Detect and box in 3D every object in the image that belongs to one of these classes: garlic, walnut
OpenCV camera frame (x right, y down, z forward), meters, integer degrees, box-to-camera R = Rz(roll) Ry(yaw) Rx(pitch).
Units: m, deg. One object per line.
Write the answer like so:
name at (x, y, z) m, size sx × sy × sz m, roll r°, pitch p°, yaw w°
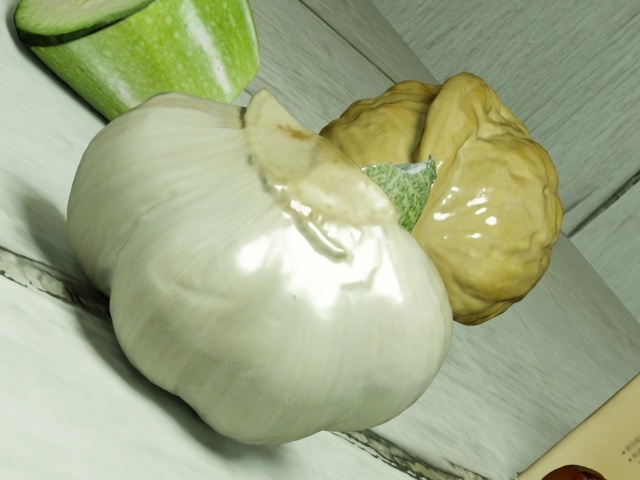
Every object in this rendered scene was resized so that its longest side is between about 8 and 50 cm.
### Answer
garlic at (-0.046, 0.035, 0.990) m, size 0.229 × 0.178 × 0.143 m, roll 30°, pitch 42°, yaw 1°
walnut at (0.091, -0.025, 1.548) m, size 0.224 × 0.257 × 0.257 m, roll 16°, pitch 7°, yaw 9°

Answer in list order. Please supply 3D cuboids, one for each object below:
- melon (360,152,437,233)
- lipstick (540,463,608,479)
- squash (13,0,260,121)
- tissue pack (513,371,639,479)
melon at (0.002, 0.004, 1.376) m, size 0.093 × 0.202 × 0.139 m, roll 29°, pitch -47°, yaw 60°
lipstick at (0.202, 0.210, 1.277) m, size 0.077 × 0.077 × 0.418 m, roll 47°, pitch -1°, yaw 0°
squash at (-0.122, -0.157, 1.327) m, size 0.123 × 0.170 × 0.170 m, roll 56°, pitch 5°, yaw -30°
tissue pack at (0.358, 0.189, 1.564) m, size 0.238 × 0.305 × 0.238 m, roll 47°, pitch 8°, yaw -8°
